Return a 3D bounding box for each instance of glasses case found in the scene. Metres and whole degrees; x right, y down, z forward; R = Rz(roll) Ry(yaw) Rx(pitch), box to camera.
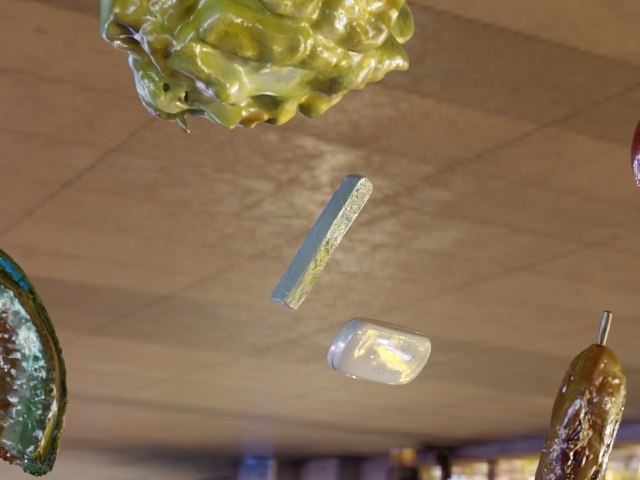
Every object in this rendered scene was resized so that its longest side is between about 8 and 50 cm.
[{"bbox_3d":[0.093,0.171,2.070,0.059,0.092,0.233,36,-171,36],"label":"glasses case"}]

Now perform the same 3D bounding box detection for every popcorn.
[{"bbox_3d":[-0.039,-0.244,1.192,0.312,0.312,0.312,2,165,1],"label":"popcorn"}]

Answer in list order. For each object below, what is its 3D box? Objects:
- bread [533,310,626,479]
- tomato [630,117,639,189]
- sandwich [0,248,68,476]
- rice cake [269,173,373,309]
[{"bbox_3d":[0.307,0.252,1.611,0.084,0.344,0.124,15,-177,4],"label":"bread"},{"bbox_3d":[0.468,-0.107,1.664,0.167,0.167,0.167,2,165,1],"label":"tomato"},{"bbox_3d":[-0.325,0.108,1.316,0.159,0.235,0.079,3,161,-14],"label":"sandwich"},{"bbox_3d":[0.000,0.000,1.567,0.030,0.180,0.042,39,167,-33],"label":"rice cake"}]
